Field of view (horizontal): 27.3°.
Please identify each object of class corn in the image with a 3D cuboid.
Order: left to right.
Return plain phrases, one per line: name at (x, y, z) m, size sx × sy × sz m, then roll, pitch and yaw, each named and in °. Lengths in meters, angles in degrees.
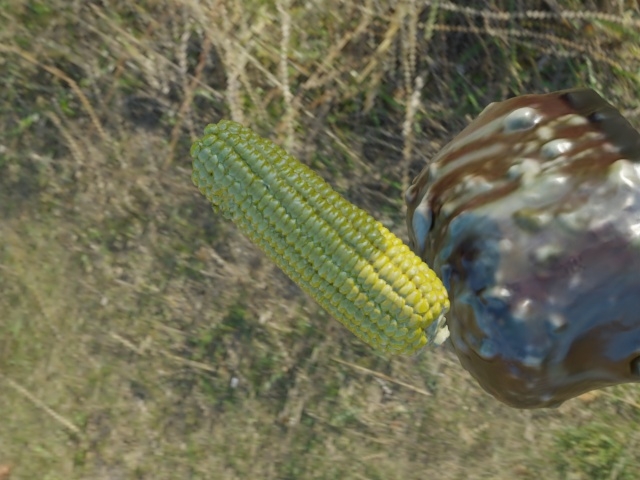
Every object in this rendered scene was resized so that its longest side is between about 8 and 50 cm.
corn at (0.000, 0.000, 0.855) m, size 0.206 × 0.067 × 0.067 m, roll 39°, pitch 96°, yaw 5°

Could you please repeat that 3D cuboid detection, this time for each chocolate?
chocolate at (0.187, 0.014, 1.175) m, size 0.210 × 0.225 × 0.340 m, roll -19°, pitch 38°, yaw -3°
